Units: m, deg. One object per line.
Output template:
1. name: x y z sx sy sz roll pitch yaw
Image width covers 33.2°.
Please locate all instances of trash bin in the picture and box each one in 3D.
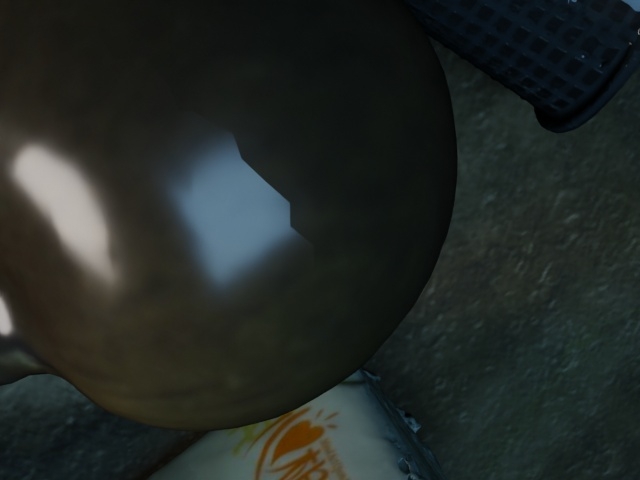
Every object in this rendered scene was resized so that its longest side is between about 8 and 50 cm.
1. trash bin: 0.108 -0.171 0.624 0.161 0.175 0.175 22 102 -9

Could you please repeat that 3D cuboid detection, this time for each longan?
1. longan: -0.079 -0.045 0.551 0.300 0.300 0.243 -33 151 -2

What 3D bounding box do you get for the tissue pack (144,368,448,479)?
1. tissue pack: -0.065 0.275 0.656 0.388 0.287 0.162 -38 120 1
